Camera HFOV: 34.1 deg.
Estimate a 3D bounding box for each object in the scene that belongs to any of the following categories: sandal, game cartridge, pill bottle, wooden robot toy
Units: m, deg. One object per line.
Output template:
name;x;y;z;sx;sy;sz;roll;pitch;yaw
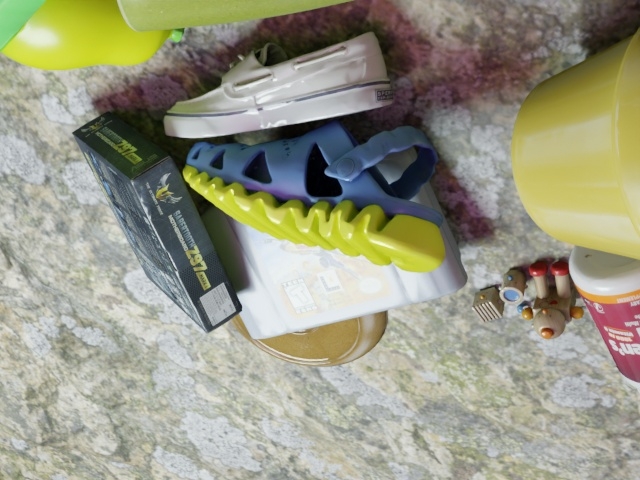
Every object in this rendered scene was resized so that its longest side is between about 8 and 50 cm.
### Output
sandal;0.000;-0.064;1.091;0.317;0.138;0.126;14;169;26
game cartridge;0.000;0.000;1.211;0.297;0.062;0.198;-16;114;30
pill bottle;0.360;0.086;1.115;0.121;0.121;0.221;-14;123;32
wooden robot toy;0.251;0.075;1.182;0.173;0.079;0.076;-4;128;26

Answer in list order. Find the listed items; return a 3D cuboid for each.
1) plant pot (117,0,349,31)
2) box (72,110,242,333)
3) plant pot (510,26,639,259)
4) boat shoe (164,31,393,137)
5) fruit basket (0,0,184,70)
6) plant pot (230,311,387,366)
plant pot;-0.005;-0.304;0.849;0.294;0.274;0.274;3;132;3
box;-0.193;-0.022;1.233;0.183;0.059;0.232;33;150;50
plant pot;0.304;-0.083;0.903;0.254;0.254;0.239;50;153;-23
boat shoe;-0.054;-0.163;1.095;0.268;0.096;0.088;-5;99;33
fruit basket;-0.315;-0.286;0.992;0.392;0.392;0.282;-19;90;35
plant pot;-0.032;0.086;1.346;0.236;0.032;0.236;12;134;13
